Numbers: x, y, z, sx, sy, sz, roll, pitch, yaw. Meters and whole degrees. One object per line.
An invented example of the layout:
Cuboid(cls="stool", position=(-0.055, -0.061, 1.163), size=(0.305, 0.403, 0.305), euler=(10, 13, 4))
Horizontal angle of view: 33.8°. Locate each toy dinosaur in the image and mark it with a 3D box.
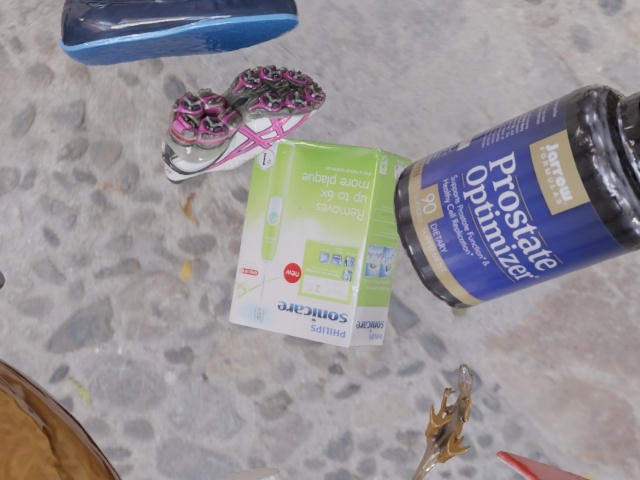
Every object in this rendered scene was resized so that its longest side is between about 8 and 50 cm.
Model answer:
Cuboid(cls="toy dinosaur", position=(0.146, 0.251, 1.288), size=(0.064, 0.112, 0.211), euler=(32, 77, 12))

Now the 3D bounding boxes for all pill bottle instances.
Cuboid(cls="pill bottle", position=(0.173, -0.038, 0.760), size=(0.219, 0.123, 0.123), euler=(-23, 111, 32))

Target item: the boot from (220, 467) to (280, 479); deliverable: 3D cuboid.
Cuboid(cls="boot", position=(-0.097, 0.341, 1.296), size=(0.069, 0.190, 0.086), euler=(-6, 91, 19))

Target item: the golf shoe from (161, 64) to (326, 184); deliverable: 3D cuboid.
Cuboid(cls="golf shoe", position=(-0.075, -0.111, 0.997), size=(0.186, 0.067, 0.086), euler=(-24, 152, -38))

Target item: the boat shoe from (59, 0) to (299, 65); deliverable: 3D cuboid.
Cuboid(cls="boat shoe", position=(-0.154, -0.252, 1.126), size=(0.258, 0.109, 0.089), euler=(-6, 80, -6))

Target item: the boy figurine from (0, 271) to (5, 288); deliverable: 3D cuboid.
Cuboid(cls="boy figurine", position=(-0.369, 0.115, 0.802), size=(0.177, 0.092, 0.285), euler=(36, 93, -15))

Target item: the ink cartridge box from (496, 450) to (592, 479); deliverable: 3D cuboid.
Cuboid(cls="ink cartridge box", position=(0.239, 0.150, 0.413), size=(0.239, 0.275, 0.060), euler=(27, 93, -38))

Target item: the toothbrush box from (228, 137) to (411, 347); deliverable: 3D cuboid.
Cuboid(cls="toothbrush box", position=(0.000, 0.000, 1.548), size=(0.206, 0.122, 0.283), euler=(10, 92, 28))

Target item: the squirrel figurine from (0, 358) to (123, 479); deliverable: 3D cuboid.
Cuboid(cls="squirrel figurine", position=(-0.250, 0.172, 0.320), size=(0.397, 0.281, 0.370), euler=(18, 61, 17))
